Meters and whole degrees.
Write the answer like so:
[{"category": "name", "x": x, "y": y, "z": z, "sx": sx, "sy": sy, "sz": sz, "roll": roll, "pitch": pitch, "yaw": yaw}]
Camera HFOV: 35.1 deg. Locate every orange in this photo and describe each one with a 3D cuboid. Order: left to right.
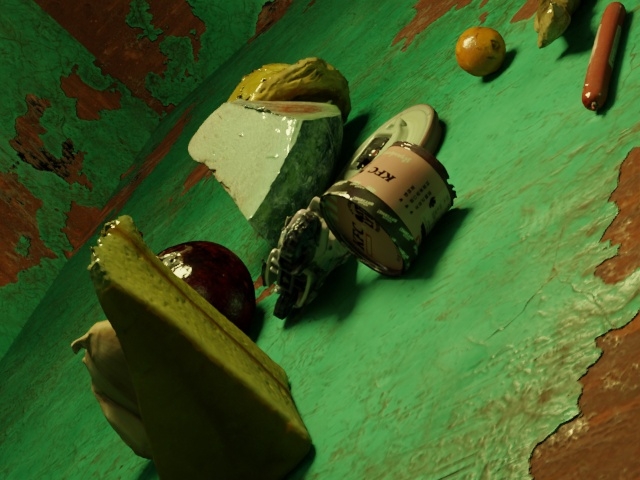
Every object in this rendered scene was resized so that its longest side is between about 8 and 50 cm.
[{"category": "orange", "x": 0.256, "y": -0.303, "z": 1.623, "sx": 0.083, "sy": 0.083, "sz": 0.083, "roll": -42, "pitch": 19, "yaw": 18}]

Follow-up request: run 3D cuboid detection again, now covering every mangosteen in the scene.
[{"category": "mangosteen", "x": -0.238, "y": 0.086, "z": 1.644, "sx": 0.235, "sy": 0.261, "sz": 0.235, "roll": -39, "pitch": 20, "yaw": 17}]

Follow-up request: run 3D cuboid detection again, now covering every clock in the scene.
[{"category": "clock", "x": 0.099, "y": -0.129, "z": 1.661, "sx": 0.244, "sy": 0.056, "sz": 0.244, "roll": -41, "pitch": 19, "yaw": 17}]

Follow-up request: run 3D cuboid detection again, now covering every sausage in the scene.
[{"category": "sausage", "x": 0.370, "y": -0.245, "z": 1.319, "sx": 0.034, "sy": 0.034, "sz": 0.253, "roll": -30, "pitch": 26, "yaw": 43}]

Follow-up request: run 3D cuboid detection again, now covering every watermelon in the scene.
[{"category": "watermelon", "x": -0.100, "y": -0.145, "z": 1.750, "sx": 0.387, "sy": 0.258, "sz": 0.228, "roll": -57, "pitch": -18, "yaw": -66}]

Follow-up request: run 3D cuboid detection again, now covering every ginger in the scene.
[{"category": "ginger", "x": 0.362, "y": -0.377, "z": 1.534, "sx": 0.148, "sy": 0.081, "sz": 0.334, "roll": -40, "pitch": 18, "yaw": 35}]

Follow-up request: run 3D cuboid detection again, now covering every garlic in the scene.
[{"category": "garlic", "x": -0.254, "y": 0.196, "z": 1.523, "sx": 0.217, "sy": 0.228, "sz": 0.110, "roll": -34, "pitch": 15, "yaw": 26}]

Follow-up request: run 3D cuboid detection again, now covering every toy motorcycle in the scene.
[{"category": "toy motorcycle", "x": -0.005, "y": -0.004, "z": 1.509, "sx": 0.204, "sy": 0.108, "sz": 0.239, "roll": -50, "pitch": 1, "yaw": -29}]

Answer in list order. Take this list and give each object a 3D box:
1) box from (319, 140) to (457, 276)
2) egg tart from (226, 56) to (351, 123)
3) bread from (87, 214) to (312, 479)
[{"category": "box", "x": 0.098, "y": -0.048, "z": 1.363, "sx": 0.135, "sy": 0.151, "sz": 0.151, "roll": -43, "pitch": 16, "yaw": -19}, {"category": "egg tart", "x": -0.089, "y": -0.235, "z": 1.958, "sx": 0.341, "sy": 0.132, "sz": 0.341, "roll": -36, "pitch": -23, "yaw": -18}, {"category": "bread", "x": -0.210, "y": 0.171, "z": 1.251, "sx": 0.245, "sy": 0.362, "sz": 0.233, "roll": -44, "pitch": 19, "yaw": 4}]
